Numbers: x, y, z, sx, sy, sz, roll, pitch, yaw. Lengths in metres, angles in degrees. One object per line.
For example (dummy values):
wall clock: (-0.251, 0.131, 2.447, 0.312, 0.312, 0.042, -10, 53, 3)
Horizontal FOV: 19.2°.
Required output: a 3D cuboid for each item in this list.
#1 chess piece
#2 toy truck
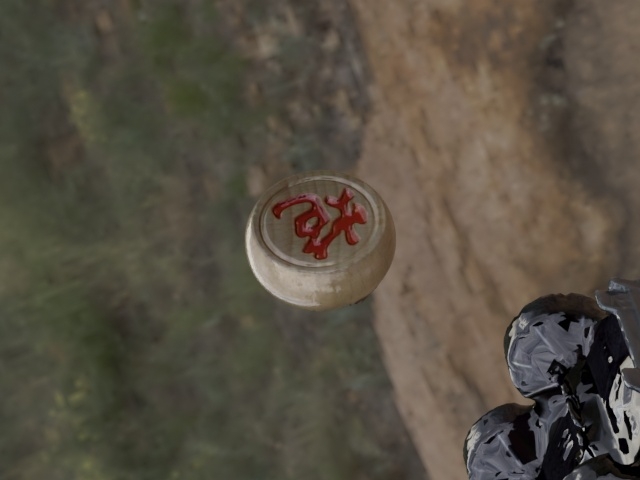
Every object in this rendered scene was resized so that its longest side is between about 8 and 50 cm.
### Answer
chess piece: (0.000, 0.000, 1.043, 0.083, 0.083, 0.038, 49, 156, 32)
toy truck: (0.102, 0.118, 0.597, 0.101, 0.125, 0.242, -100, 26, -59)
